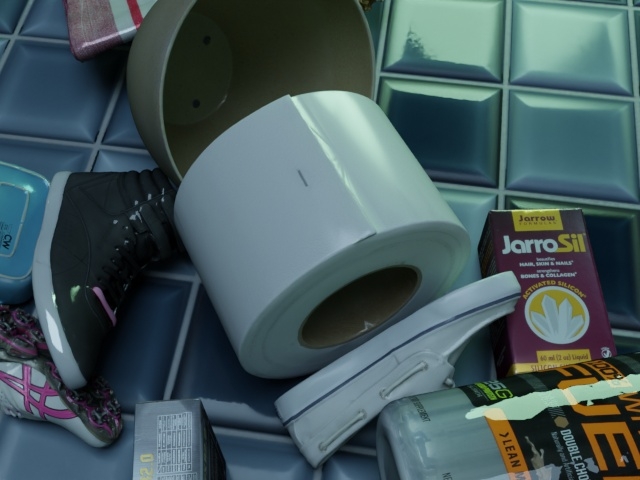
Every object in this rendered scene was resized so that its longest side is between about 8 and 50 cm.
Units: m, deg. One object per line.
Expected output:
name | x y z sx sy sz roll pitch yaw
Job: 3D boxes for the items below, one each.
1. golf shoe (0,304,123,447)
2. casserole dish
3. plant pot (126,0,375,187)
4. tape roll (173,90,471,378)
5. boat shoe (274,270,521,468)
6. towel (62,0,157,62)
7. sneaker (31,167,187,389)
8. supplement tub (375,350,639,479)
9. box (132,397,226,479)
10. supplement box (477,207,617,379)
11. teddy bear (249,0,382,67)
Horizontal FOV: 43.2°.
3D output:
golf shoe | -0.280 0.150 0.817 0.186 0.067 0.086 38 104 12
casserole dish | -0.353 -0.016 0.894 0.114 0.037 0.188 19 54 -25
plant pot | -0.103 -0.179 0.910 0.284 0.284 0.191 -42 41 -21
tape roll | 0.000 0.000 0.790 0.246 0.246 0.169 -23 62 -13
boat shoe | 0.085 0.126 0.777 0.267 0.096 0.088 -31 76 1
towel | -0.184 -0.360 1.056 0.329 0.037 0.237 -25 43 -2
sneaker | -0.206 0.017 0.839 0.146 0.105 0.296 -11 43 -3
supplement tub | 0.229 0.208 0.681 0.338 0.207 0.207 -10 59 -6
box | -0.112 0.270 0.664 0.056 0.183 0.231 -5 60 -2
supplement box | 0.231 0.065 0.840 0.104 0.081 0.188 -2 59 0
teddy bear | -0.014 -0.364 1.087 0.338 0.113 0.245 -41 64 -21
